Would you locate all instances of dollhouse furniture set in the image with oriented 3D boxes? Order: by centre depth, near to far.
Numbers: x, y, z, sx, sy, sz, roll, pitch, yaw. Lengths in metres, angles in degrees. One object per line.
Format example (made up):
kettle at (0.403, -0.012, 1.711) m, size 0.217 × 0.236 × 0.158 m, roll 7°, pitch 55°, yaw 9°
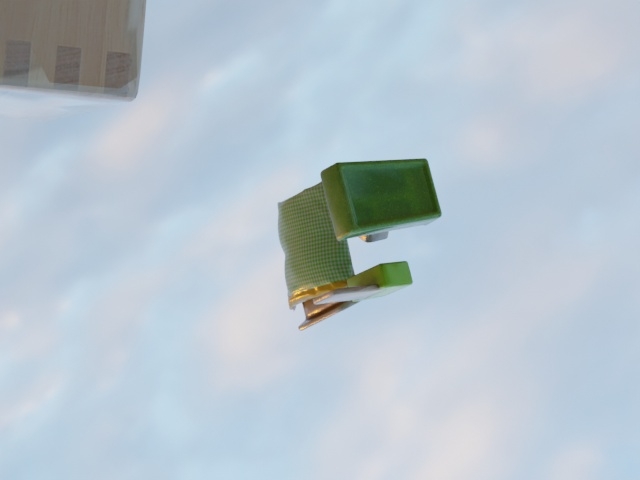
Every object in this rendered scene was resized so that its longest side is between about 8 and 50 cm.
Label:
dollhouse furniture set at (0.000, 0.000, 1.030) m, size 0.059 × 0.076 × 0.152 m, roll -7°, pitch 169°, yaw -32°

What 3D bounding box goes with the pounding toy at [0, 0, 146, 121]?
pounding toy at (-0.118, -0.131, 0.590) m, size 0.206 × 0.094 × 0.181 m, roll -178°, pitch -88°, yaw -70°
